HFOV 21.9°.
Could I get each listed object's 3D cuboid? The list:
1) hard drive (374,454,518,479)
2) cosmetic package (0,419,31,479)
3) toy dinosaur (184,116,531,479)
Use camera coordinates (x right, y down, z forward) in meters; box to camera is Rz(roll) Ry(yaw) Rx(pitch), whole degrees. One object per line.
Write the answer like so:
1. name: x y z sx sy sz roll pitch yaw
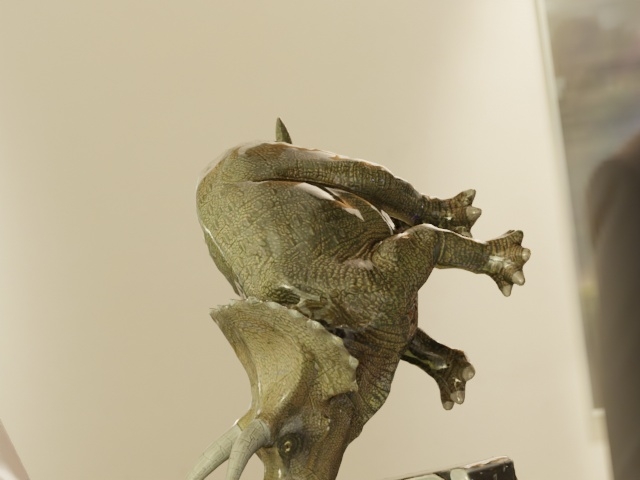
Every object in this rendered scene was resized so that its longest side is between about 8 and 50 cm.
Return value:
1. hard drive: 0.038 0.295 0.852 0.237 0.339 0.064 -18 -10 41
2. cosmetic package: -0.312 0.133 1.095 0.151 0.183 0.151 -38 -33 6
3. toy dinosaur: 0.000 0.000 0.842 0.160 0.121 0.313 11 40 -25
